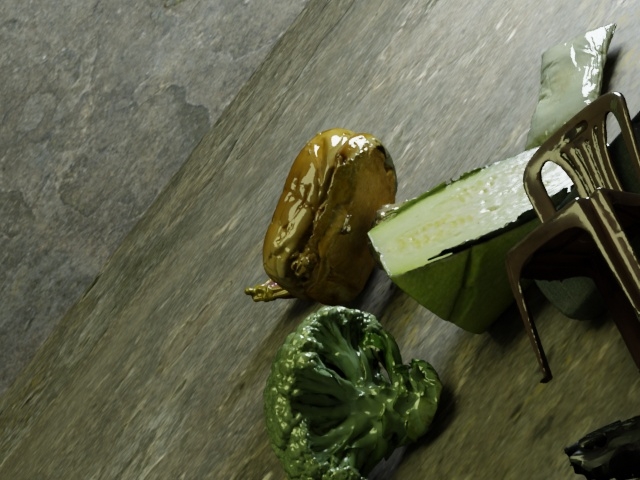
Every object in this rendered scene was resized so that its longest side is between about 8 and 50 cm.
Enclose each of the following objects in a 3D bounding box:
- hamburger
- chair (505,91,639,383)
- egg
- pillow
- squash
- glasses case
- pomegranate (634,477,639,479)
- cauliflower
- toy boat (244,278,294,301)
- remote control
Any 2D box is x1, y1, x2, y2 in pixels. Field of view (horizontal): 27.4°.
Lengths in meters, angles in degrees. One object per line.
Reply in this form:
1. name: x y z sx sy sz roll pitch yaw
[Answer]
1. hamburger: 0.018 -0.043 2.154 0.318 0.158 0.318 18 -90 -75
2. chair: 0.299 -0.020 1.490 0.175 0.183 0.326 -43 56 36
3. egg: 0.130 -0.006 2.097 0.118 0.116 0.140 -42 -3 35
4. pillow: 0.387 -0.236 2.043 0.148 0.050 0.229 -34 30 47
5. squash: 0.248 -0.045 1.795 0.309 0.210 0.233 -53 16 12
6. glasses case: 0.379 -0.047 1.596 0.323 0.074 0.131 -54 47 30
7. pomegranate: 0.336 0.290 1.235 0.122 0.122 0.161 -49 45 7
8. cauliflower: 0.051 0.226 1.821 0.250 0.275 0.272 -6 3 12
9. toy boat: 0.003 0.005 2.358 0.318 0.099 0.141 -48 22 1
10. remote control: 0.418 0.172 1.250 0.145 0.062 0.399 -14 -6 -44
